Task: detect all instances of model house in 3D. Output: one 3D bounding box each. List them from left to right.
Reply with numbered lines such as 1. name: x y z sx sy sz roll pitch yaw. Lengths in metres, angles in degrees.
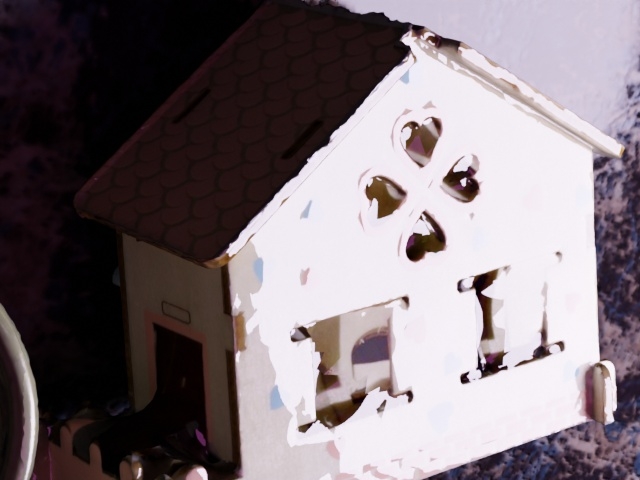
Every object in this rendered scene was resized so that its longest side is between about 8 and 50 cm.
1. model house: 0.000 0.000 0.877 0.326 0.169 0.244 -14 113 -32

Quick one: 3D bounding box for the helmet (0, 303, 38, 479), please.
1. helmet: -0.245 0.098 0.758 0.258 0.137 0.204 -24 89 -4
